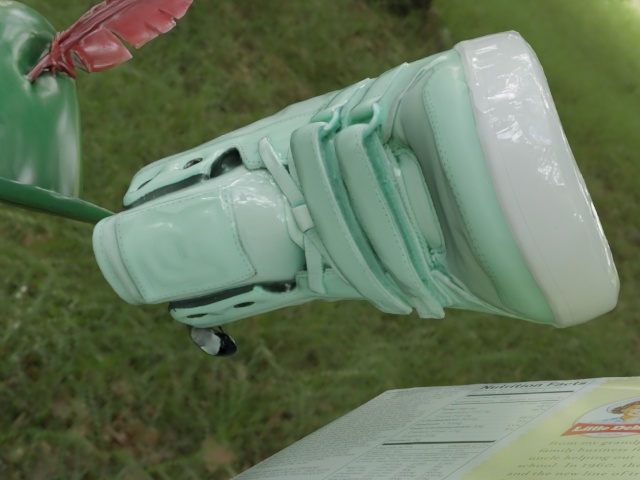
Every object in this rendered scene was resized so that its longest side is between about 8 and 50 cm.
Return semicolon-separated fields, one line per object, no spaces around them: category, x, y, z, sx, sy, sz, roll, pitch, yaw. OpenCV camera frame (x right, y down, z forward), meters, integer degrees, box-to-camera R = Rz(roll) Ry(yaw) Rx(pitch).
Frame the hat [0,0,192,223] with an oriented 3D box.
hat;-0.156;-0.113;0.641;0.172;0.184;0.208;14;-3;19

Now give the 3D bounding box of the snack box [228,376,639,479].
snack box;0.102;0.092;0.395;0.187;0.321;0.060;-20;99;-50

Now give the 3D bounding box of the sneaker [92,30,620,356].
sneaker;0.000;0.000;0.442;0.256;0.151;0.094;-150;-140;-83
